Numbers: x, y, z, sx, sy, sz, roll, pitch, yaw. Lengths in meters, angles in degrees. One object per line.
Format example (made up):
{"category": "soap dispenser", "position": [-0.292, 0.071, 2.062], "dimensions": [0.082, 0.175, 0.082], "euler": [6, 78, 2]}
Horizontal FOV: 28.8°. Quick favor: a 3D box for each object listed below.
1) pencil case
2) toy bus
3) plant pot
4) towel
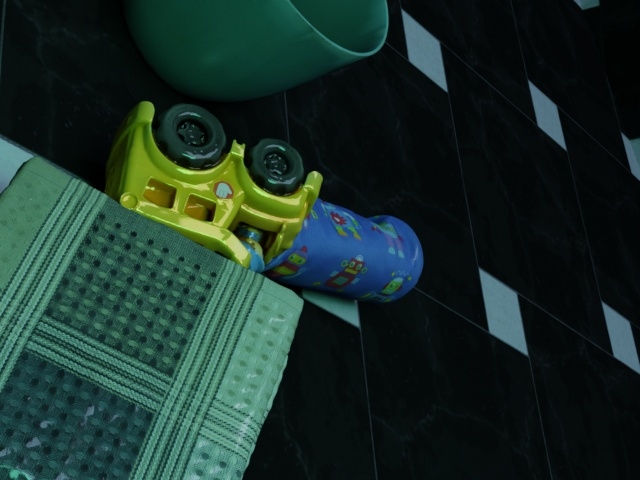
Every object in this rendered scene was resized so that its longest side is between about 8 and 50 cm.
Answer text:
{"category": "pencil case", "position": [0.000, 0.000, 1.552], "dimensions": [0.306, 0.119, 0.133], "euler": [17, 33, -51]}
{"category": "toy bus", "position": [-0.124, -0.009, 1.289], "dimensions": [0.220, 0.149, 0.211], "euler": [20, 51, -15]}
{"category": "plant pot", "position": [-0.098, -0.303, 1.514], "dimensions": [0.293, 0.235, 0.293], "euler": [38, 39, -39]}
{"category": "towel", "position": [-0.189, 0.110, 1.104], "dimensions": [0.312, 0.056, 0.324], "euler": [28, 50, -9]}
